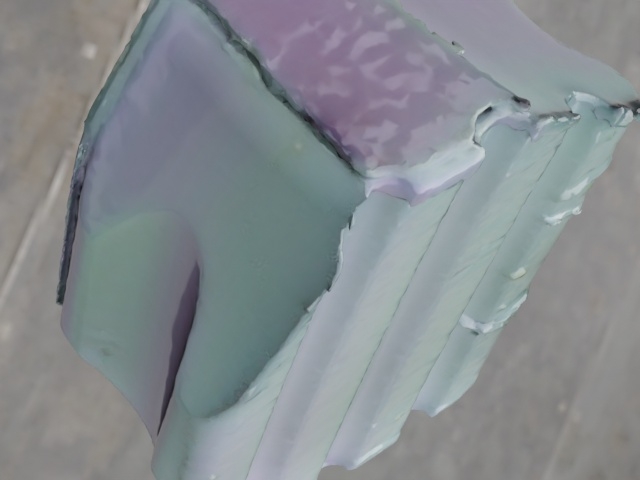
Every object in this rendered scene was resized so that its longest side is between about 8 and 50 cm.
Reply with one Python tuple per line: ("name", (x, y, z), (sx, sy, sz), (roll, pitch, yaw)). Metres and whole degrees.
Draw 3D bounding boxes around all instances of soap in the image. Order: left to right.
("soap", (0.000, 0.000, 1.008), (0.261, 0.156, 0.446), (-30, 163, -23))
